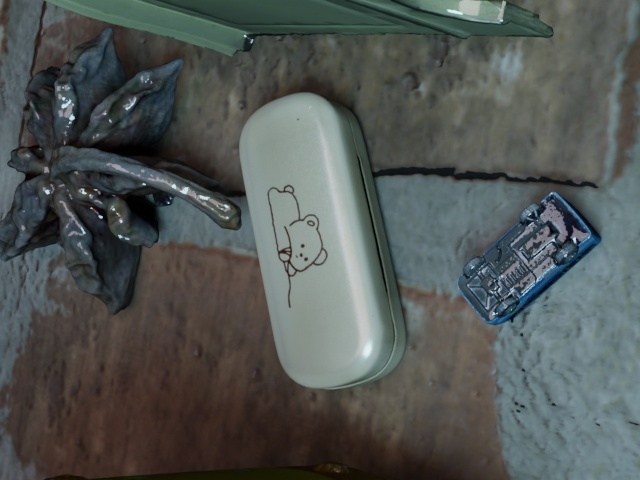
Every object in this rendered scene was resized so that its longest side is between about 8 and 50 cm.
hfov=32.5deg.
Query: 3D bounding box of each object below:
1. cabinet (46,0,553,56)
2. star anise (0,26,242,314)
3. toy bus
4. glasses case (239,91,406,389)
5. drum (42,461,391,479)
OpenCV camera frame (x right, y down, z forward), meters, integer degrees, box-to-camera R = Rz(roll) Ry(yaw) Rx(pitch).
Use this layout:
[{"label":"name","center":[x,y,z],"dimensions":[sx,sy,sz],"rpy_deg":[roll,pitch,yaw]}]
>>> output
[{"label":"cabinet","center":[-0.034,-0.265,0.608],"dimensions":[0.318,0.227,0.290],"rpy_deg":[15,94,53]},{"label":"star anise","center":[-0.160,-0.051,0.803],"dimensions":[0.231,0.089,0.209],"rpy_deg":[-14,86,41]},{"label":"toy bus","center":[0.124,0.013,0.655],"dimensions":[0.083,0.046,0.038],"rpy_deg":[-45,66,17]},{"label":"glasses case","center":[0.000,0.000,0.726],"dimensions":[0.083,0.050,0.196],"rpy_deg":[-20,76,30]},{"label":"drum","center":[-0.066,0.328,0.581],"dimensions":[0.431,0.214,0.431],"rpy_deg":[-8,79,48]}]
